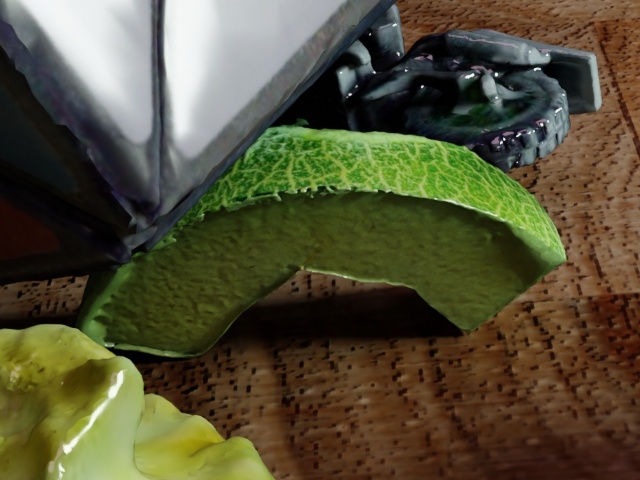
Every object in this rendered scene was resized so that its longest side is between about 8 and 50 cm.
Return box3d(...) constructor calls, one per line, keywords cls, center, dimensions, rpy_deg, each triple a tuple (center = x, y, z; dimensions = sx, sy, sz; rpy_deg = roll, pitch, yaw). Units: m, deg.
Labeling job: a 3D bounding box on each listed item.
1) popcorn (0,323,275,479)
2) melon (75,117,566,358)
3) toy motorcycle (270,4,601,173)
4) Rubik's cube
box3d(cls="popcorn", center=(-0.102, 0.132, 0.493), dimensions=(0.204, 0.184, 0.221), rpy_deg=(0, 38, 50))
box3d(cls="melon", center=(0.000, 0.000, 0.806), dimensions=(0.209, 0.118, 0.064), rpy_deg=(5, 44, -8))
box3d(cls="toy motorcycle", center=(0.029, -0.093, 0.974), dimensions=(0.270, 0.106, 0.159), rpy_deg=(12, 39, 36))
box3d(cls="Rubik's cube", center=(-0.154, -0.172, 0.818), dimensions=(0.307, 0.305, 0.310), rpy_deg=(-10, 32, 49))
